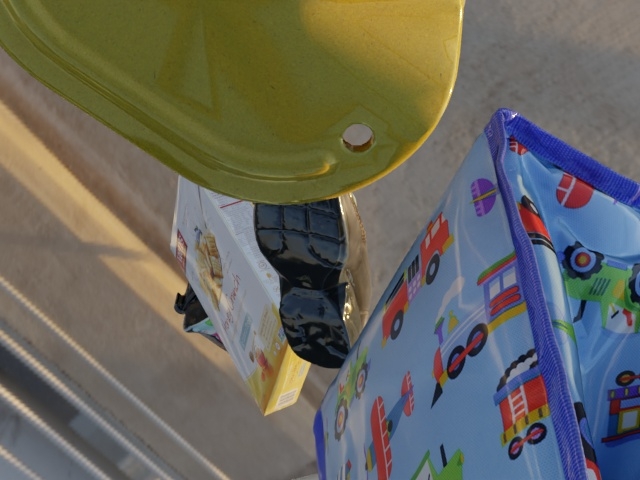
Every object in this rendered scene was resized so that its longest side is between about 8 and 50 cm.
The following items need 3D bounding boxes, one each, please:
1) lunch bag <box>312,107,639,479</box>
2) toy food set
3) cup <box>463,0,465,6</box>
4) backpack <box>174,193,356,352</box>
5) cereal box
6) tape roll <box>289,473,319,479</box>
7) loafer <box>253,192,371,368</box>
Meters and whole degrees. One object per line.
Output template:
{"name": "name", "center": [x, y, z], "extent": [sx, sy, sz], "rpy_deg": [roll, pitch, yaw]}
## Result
{"name": "lunch bag", "center": [0.072, 0.128, 0.434], "extent": [0.138, 0.293, 0.221], "rpy_deg": [22, 128, -6]}
{"name": "toy food set", "center": [-0.049, -0.108, 0.379], "extent": [0.218, 0.071, 0.128], "rpy_deg": [35, 113, -20]}
{"name": "cup", "center": [0.031, -0.418, 1.666], "extent": [0.331, 0.331, 0.237], "rpy_deg": [-46, 152, 6]}
{"name": "backpack", "center": [-0.053, 0.028, 1.472], "extent": [0.191, 0.225, 0.253], "rpy_deg": [29, 132, -20]}
{"name": "cereal box", "center": [-0.085, 0.043, 1.159], "extent": [0.047, 0.240, 0.173], "rpy_deg": [-20, 151, -25]}
{"name": "tape roll", "center": [-0.035, 0.307, 0.827], "extent": [0.246, 0.246, 0.169], "rpy_deg": [-26, 95, -3]}
{"name": "loafer", "center": [0.000, 0.000, 0.676], "extent": [0.062, 0.061, 0.170], "rpy_deg": [13, 134, 19]}
